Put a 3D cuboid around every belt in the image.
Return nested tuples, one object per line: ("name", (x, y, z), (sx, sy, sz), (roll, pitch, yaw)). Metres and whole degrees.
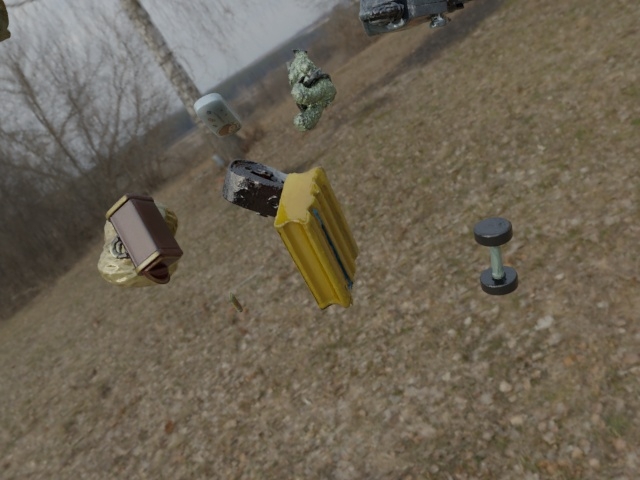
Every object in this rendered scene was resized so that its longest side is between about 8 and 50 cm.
("belt", (-0.195, -0.163, 2.201), (0.184, 0.289, 0.164), (-54, -18, -66))

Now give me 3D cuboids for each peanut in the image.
("peanut", (-0.443, 0.004, 1.565), (0.196, 0.110, 0.233), (-5, 62, 1))

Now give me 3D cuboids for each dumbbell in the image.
("dumbbell", (0.459, 0.042, 1.670), (0.100, 0.191, 0.100), (-11, 27, 6))

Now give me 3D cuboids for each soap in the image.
("soap", (0.000, 0.000, 1.577), (0.096, 0.325, 0.204), (-7, 44, 20))

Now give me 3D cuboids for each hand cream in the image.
("hand cream", (-0.275, 0.204, 2.069), (0.022, 0.102, 0.035), (-4, 57, 13))

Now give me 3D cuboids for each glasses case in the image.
("glasses case", (-0.233, -0.285, 1.470), (0.067, 0.045, 0.178), (-27, -15, 5))

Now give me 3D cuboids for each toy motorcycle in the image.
("toy motorcycle", (0.197, -0.520, 1.430), (0.307, 0.108, 0.173), (-19, 17, -27))

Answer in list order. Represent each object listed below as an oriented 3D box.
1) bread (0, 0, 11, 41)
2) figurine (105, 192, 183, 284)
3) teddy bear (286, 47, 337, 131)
("bread", (-0.961, -0.592, 1.629), (0.278, 0.250, 0.225), (12, 53, 14))
("figurine", (-0.300, 0.008, 1.061), (0.098, 0.154, 0.082), (-31, -9, 10))
("teddy bear", (-0.018, -0.362, 1.480), (0.111, 0.133, 0.213), (-3, 51, -5))
